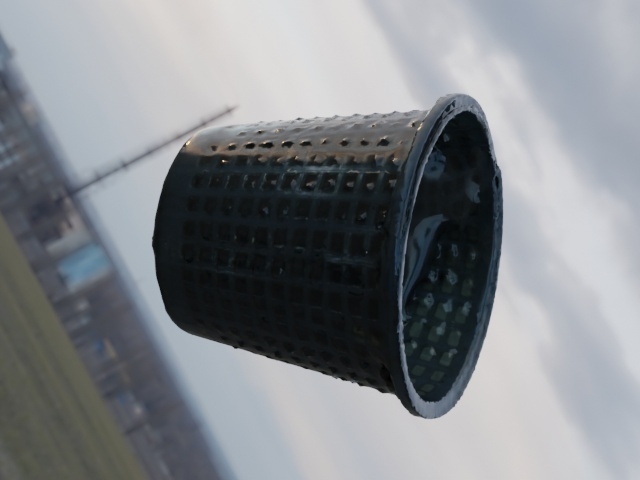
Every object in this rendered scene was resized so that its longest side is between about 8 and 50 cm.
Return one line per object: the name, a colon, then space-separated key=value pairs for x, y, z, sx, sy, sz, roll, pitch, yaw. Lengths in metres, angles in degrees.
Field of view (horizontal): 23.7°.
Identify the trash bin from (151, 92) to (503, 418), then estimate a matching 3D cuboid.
trash bin: x=0.000 y=0.000 z=0.836 sx=0.175 sy=0.161 sz=0.175 roll=7 pitch=90 yaw=-69
